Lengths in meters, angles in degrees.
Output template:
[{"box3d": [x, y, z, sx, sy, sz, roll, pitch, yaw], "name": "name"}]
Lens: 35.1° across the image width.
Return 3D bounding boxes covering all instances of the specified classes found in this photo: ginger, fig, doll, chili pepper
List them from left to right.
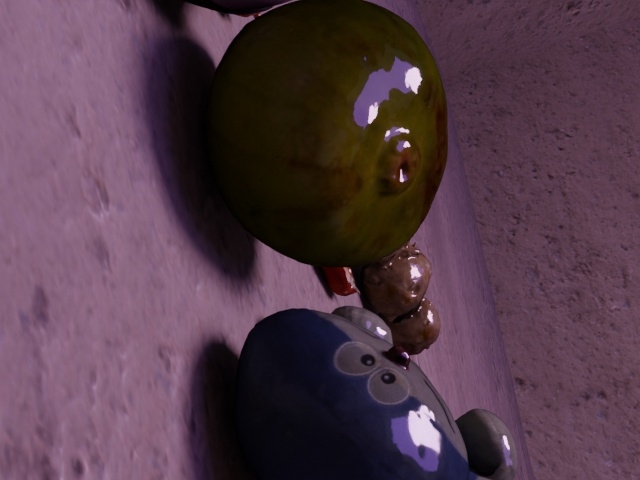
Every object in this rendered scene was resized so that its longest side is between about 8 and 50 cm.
[{"box3d": [-0.011, -0.090, 0.787, 0.225, 0.203, 0.203, 33, -17, 40], "name": "fig"}, {"box3d": [0.000, 0.000, 1.002, 0.045, 0.027, 0.178, -98, 166, -47], "name": "chili pepper"}, {"box3d": [0.031, 0.129, 0.719, 0.228, 0.154, 0.258, 43, -5, 19], "name": "doll"}, {"box3d": [0.084, 0.044, 1.191, 0.104, 0.080, 0.204, -47, 126, -36], "name": "ginger"}]

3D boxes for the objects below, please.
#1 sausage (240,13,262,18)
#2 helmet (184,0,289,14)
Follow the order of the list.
[{"box3d": [-0.117, -0.307, 0.824, 0.348, 0.053, 0.053, 57, 21, -50], "name": "sausage"}, {"box3d": [-0.028, -0.281, 0.786, 0.253, 0.154, 0.198, -37, 134, -34], "name": "helmet"}]
